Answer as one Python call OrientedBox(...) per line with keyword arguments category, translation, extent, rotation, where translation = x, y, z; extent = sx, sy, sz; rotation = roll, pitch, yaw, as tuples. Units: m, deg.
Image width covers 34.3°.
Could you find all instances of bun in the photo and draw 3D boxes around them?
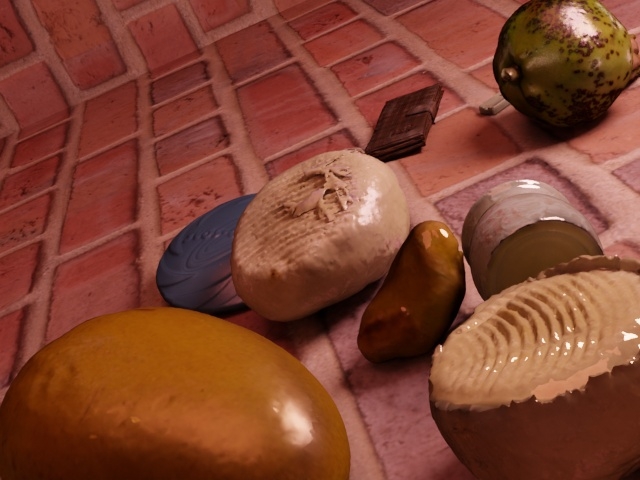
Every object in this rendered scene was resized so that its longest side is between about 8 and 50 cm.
OrientedBox(category="bun", translation=(0.003, 0.001, 1.437), extent=(0.273, 0.168, 0.273), rotation=(-25, 33, 17))
OrientedBox(category="bun", translation=(0.230, 0.134, 0.944), extent=(0.259, 0.152, 0.259), rotation=(-24, 18, 8))

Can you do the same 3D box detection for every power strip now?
OrientedBox(category="power strip", translation=(0.321, -0.249, 1.838), extent=(0.090, 0.016, 0.040), rotation=(-35, 26, -23))

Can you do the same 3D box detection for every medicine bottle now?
OrientedBox(category="medicine bottle", translation=(0.242, 0.016, 1.193), extent=(0.147, 0.147, 0.143), rotation=(-22, 20, 5))

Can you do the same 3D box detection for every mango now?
OrientedBox(category="mango", translation=(-0.156, 0.205, 1.085), extent=(0.445, 0.220, 0.301), rotation=(8, 37, 46))

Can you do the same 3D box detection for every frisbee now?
OrientedBox(category="frisbee", translation=(-0.130, 0.003, 1.625), extent=(0.290, 0.049, 0.289), rotation=(-15, 36, 11))

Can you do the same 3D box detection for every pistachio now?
OrientedBox(category="pistachio", translation=(0.119, 0.070, 1.245), extent=(0.100, 0.189, 0.110), rotation=(27, 6, 15))

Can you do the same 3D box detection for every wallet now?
OrientedBox(category="wallet", translation=(0.154, -0.215, 1.893), extent=(0.124, 0.042, 0.230), rotation=(-16, 24, 25))

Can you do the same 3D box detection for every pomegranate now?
OrientedBox(category="pomegranate", translation=(0.402, -0.274, 1.648), extent=(0.222, 0.277, 0.204), rotation=(41, 106, 44))
